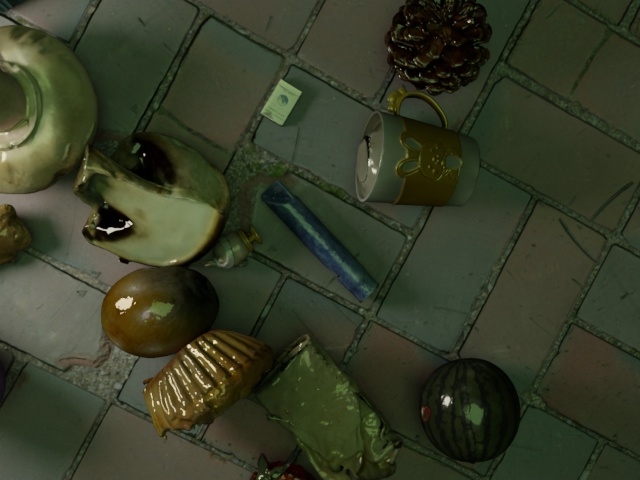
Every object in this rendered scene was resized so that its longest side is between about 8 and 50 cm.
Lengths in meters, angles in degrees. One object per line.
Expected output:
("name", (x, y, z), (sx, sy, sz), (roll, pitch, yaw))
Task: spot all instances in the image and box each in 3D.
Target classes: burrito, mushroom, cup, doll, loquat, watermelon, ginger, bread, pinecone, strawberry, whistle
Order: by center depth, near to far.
("mushroom", (-0.595, -0.265, 1.509), (0.315, 0.315, 0.356), (-40, 130, -3))
("bread", (-0.219, 0.268, 1.562), (0.274, 0.274, 0.149), (-38, 89, -3))
("loquat", (-0.312, 0.138, 1.594), (0.227, 0.179, 0.179), (-7, 93, -4))
("ginger", (-0.682, 0.051, 1.598), (0.131, 0.086, 0.295), (33, 97, -18))
("pinecone", (0.243, -0.399, 1.610), (0.221, 0.221, 0.222), (0, 93, -6))
("mushroom", (-0.342, -0.079, 1.610), (0.291, 0.212, 0.217), (12, 136, -18))
("cup", (0.194, -0.182, 1.632), (0.226, 0.185, 0.241), (9, 89, -12))
("watermelon", (0.303, 0.347, 1.654), (0.212, 0.212, 0.212), (0, 93, -6))
("burrito", (0.015, 0.360, 1.656), (0.190, 0.135, 0.332), (-42, 98, 1))
("doll", (-0.178, 0.027, 1.656), (0.127, 0.073, 0.084), (-33, 127, -6))
("whistle", (0.000, 0.000, 1.676), (0.062, 0.062, 0.304), (-44, 96, -3))
("strawberry", (-0.045, 0.544, 1.679), (0.228, 0.098, 0.175), (23, 90, -10))

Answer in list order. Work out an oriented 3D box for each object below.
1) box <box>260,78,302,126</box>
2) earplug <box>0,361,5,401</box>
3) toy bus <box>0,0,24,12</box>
("box", (-0.081, -0.283, 1.672), (0.054, 0.024, 0.083), (31, 90, -5))
("earplug", (-0.800, 0.194, 1.504), (0.455, 0.215, 0.215), (32, 89, -3))
("toy bus", (-0.644, -0.531, 1.456), (0.152, 0.312, 0.190), (-22, 93, -5))
